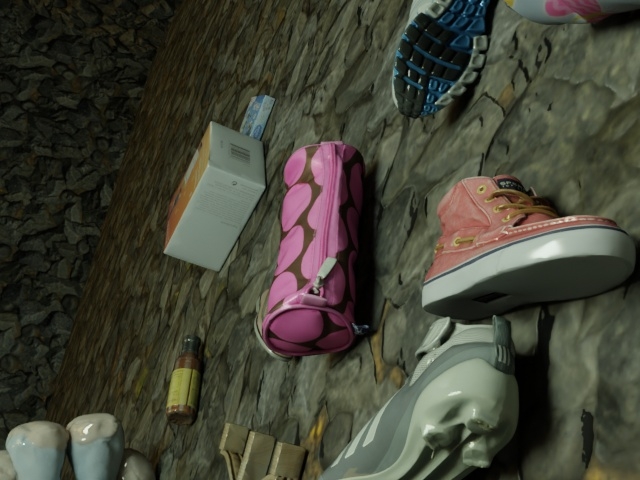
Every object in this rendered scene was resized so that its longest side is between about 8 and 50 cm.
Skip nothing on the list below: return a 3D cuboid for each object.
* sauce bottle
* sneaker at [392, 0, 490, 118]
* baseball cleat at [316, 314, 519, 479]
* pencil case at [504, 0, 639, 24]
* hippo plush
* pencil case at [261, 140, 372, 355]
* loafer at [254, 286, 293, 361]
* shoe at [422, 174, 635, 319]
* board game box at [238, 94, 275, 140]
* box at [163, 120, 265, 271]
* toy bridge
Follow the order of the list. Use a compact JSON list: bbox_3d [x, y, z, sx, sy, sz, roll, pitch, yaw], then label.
[{"bbox_3d":[-0.183,0.188,1.123,0.042,0.042,0.128,-51,24,41],"label":"sauce bottle"},{"bbox_3d":[0.105,-0.184,0.708,0.191,0.071,0.083,-68,10,-14],"label":"sneaker"},{"bbox_3d":[0.063,0.123,0.529,0.206,0.072,0.109,-48,13,42],"label":"baseball cleat"},{"bbox_3d":[0.180,-0.180,0.405,0.114,0.124,0.273,-69,21,2],"label":"pencil case"},{"bbox_3d":[-0.332,0.383,1.038,0.294,0.234,0.236,-50,33,0],"label":"hippo plush"},{"bbox_3d":[0.000,0.000,0.755,0.098,0.095,0.209,85,-174,-51],"label":"pencil case"},{"bbox_3d":[-0.043,0.079,0.862,0.039,0.045,0.125,-57,20,15],"label":"loafer"},{"bbox_3d":[0.116,-0.006,0.490,0.178,0.063,0.081,147,134,-65],"label":"shoe"},{"bbox_3d":[-0.107,-0.186,1.309,0.090,0.020,0.090,-69,20,0],"label":"board game box"},{"bbox_3d":[-0.158,-0.065,1.223,0.170,0.091,0.130,-58,23,29],"label":"box"},{"bbox_3d":[-0.065,0.220,0.805,0.188,0.026,0.063,-16,58,66],"label":"toy bridge"}]
